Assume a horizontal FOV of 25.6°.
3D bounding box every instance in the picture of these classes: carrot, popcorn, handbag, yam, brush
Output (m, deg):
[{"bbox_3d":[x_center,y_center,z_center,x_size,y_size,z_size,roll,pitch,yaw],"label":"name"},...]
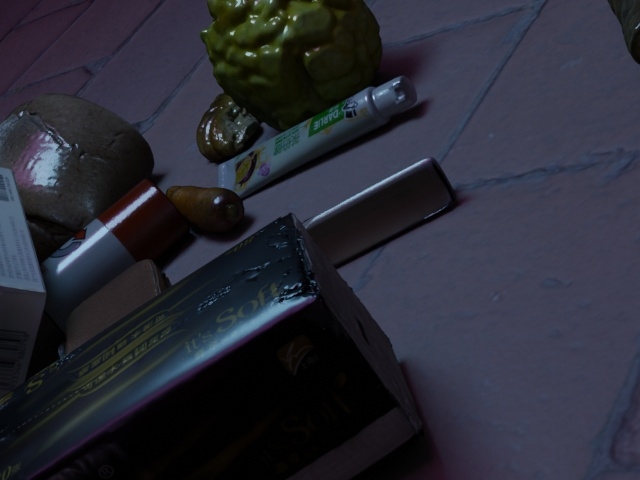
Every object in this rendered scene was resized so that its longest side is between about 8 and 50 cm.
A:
[{"bbox_3d":[-0.163,-0.047,1.855,0.059,0.059,0.248,-43,21,-15],"label":"carrot"},{"bbox_3d":[-0.030,-0.268,1.881,0.225,0.249,0.249,-34,20,-30],"label":"popcorn"},{"bbox_3d":[-0.228,0.110,1.636,0.151,0.072,0.193,-34,26,5],"label":"handbag"},{"bbox_3d":[0.356,-0.290,1.580,0.081,0.081,0.357,-28,27,17],"label":"yam"},{"bbox_3d":[0.000,0.000,1.551,0.321,0.060,0.050,-28,13,18],"label":"brush"}]

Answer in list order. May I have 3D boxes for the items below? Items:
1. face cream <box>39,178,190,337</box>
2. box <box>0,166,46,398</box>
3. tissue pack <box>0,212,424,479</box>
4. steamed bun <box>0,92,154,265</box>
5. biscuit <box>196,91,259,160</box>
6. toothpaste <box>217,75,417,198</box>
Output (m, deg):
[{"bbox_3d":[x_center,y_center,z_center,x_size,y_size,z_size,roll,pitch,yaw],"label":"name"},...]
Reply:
[{"bbox_3d":[-0.279,0.022,1.830,0.214,0.096,0.096,-41,25,-12],"label":"face cream"},{"bbox_3d":[-0.419,0.062,1.785,0.343,0.065,0.200,-123,46,-56],"label":"box"},{"bbox_3d":[-0.106,0.164,1.221,0.370,0.198,0.210,-33,20,5],"label":"tissue pack"},{"bbox_3d":[-0.413,-0.096,2.094,0.301,0.199,0.251,-8,37,46],"label":"steamed bun"},{"bbox_3d":[-0.130,-0.180,2.044,0.118,0.061,0.183,-18,30,38],"label":"biscuit"},{"bbox_3d":[-0.014,-0.128,1.812,0.314,0.056,0.058,-25,3,29],"label":"toothpaste"}]
